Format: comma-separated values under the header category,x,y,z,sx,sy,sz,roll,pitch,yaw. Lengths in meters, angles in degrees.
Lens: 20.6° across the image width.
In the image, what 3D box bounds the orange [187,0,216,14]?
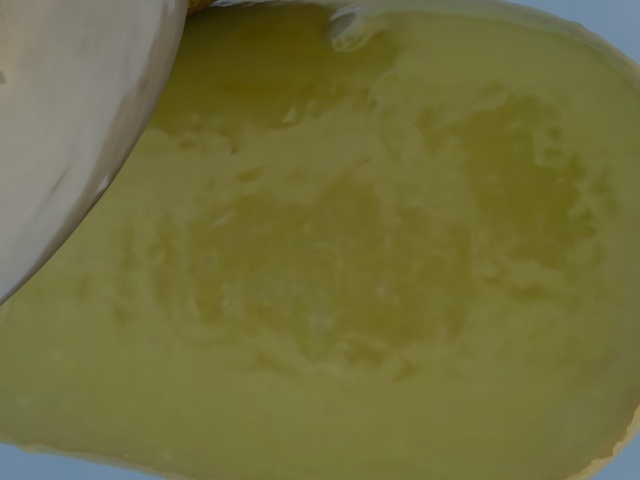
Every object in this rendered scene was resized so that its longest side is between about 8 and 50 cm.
category,x,y,z,sx,sy,sz,roll,pitch,yaw
orange,-0.122,-0.246,0.980,0.274,0.274,0.274,1,-88,17

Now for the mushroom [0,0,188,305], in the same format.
category,x,y,z,sx,sy,sz,roll,pitch,yaw
mushroom,-0.224,-0.091,0.571,0.362,0.362,0.294,-21,-62,16

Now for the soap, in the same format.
category,x,y,z,sx,sy,sz,roll,pitch,yaw
soap,0.000,0.001,1.014,0.427,0.115,0.306,6,-104,17
